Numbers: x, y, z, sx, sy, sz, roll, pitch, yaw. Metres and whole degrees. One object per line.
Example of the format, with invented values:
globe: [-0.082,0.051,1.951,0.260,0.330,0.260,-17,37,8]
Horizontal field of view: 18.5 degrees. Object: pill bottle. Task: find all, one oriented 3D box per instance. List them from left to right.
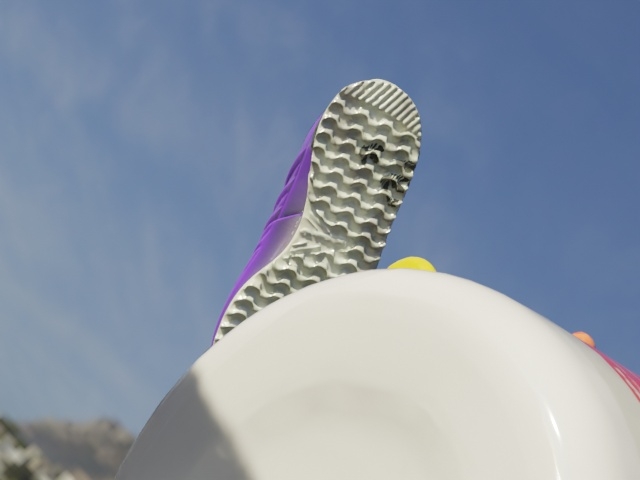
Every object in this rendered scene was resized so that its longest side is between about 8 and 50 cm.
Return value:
pill bottle: [0.117,0.182,0.783,0.407,0.229,0.229,31,1,-45]

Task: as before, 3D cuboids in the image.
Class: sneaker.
sneaker: [0.001,0.000,1.617,0.102,0.293,0.146,26,10,-6]

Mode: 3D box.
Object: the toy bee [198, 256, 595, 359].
toy bee: [0.082,0.092,1.183,0.162,0.298,0.195,-46,-123,40]
